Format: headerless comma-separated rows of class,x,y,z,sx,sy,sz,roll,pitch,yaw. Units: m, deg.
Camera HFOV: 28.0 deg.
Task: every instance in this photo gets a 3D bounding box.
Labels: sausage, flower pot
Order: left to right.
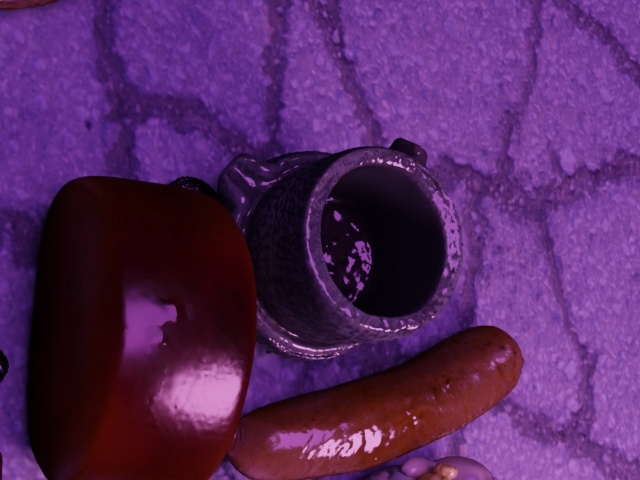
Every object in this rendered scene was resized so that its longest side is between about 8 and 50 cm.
flower pot,0.000,0.000,1.662,0.299,0.282,0.299,5,79,-30
sausage,0.093,0.232,1.762,0.500,0.123,0.136,-17,68,-34

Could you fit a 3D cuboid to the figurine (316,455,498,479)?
figurine,0.124,0.356,1.748,0.235,0.155,0.127,5,91,-28

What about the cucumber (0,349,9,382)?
cucumber,-0.446,0.074,1.473,0.074,0.074,0.241,-38,100,-33

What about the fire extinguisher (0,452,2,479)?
fire extinguisher,-0.411,0.294,1.455,0.099,0.071,0.231,-2,79,-6

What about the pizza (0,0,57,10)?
pizza,-0.390,-0.367,1.594,0.305,0.085,0.161,-3,103,-32

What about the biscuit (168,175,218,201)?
biscuit,-0.170,-0.043,1.706,0.087,0.027,0.089,-25,95,-35

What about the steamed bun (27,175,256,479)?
steamed bun,-0.206,0.106,1.518,0.235,0.248,0.380,10,74,-32
